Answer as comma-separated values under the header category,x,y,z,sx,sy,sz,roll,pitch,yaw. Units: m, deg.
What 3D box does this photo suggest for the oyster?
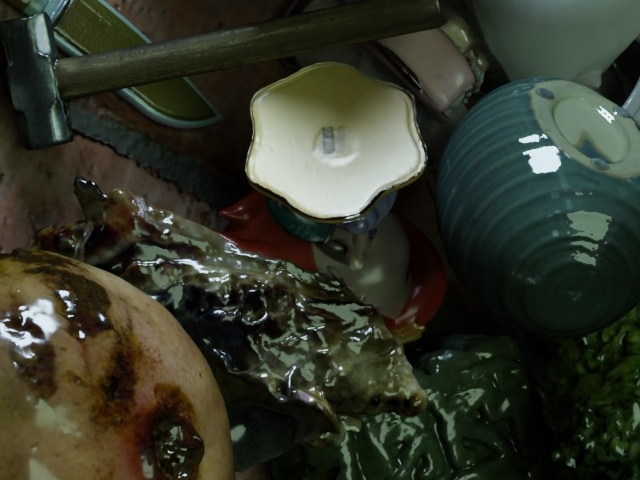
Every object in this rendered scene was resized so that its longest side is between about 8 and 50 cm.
category,x,y,z,sx,sy,sz,roll,pitch,yaw
oyster,-0.101,0.108,1.591,0.361,0.221,0.096,24,30,-4

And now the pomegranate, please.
category,x,y,z,sx,sy,sz,roll,pitch,yaw
pomegranate,-0.206,0.168,1.414,0.322,0.322,0.322,3,85,-29

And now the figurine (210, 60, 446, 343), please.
category,x,y,z,sx,sy,sz,roll,pitch,yaw
figurine,0.002,-0.007,1.686,0.208,0.181,0.257,-36,147,-23

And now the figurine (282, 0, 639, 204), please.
category,x,y,z,sx,sy,sz,roll,pitch,yaw
figurine,0.165,-0.210,1.778,0.361,0.211,0.253,-44,98,-25

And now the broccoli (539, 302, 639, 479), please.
category,x,y,z,sx,sy,sz,roll,pitch,yaw
broccoli,0.331,0.134,1.727,0.338,0.317,0.277,-46,147,-2

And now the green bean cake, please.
category,x,y,z,sx,sy,sz,roll,pitch,yaw
green bean cake,0.089,0.223,1.759,0.255,0.132,0.241,-20,99,-29

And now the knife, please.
category,x,y,z,sx,sy,sz,roll,pitch,yaw
knife,-0.216,-0.196,1.676,0.343,0.027,0.061,39,65,-21

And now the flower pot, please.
category,x,y,z,sx,sy,sz,roll,pitch,yaw
flower pot,0.188,-0.031,1.589,0.189,0.243,0.157,13,123,-14

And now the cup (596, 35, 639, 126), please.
category,x,y,z,sx,sy,sz,roll,pitch,yaw
cup,0.285,-0.056,1.890,0.202,0.221,0.167,42,23,-23

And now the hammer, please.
category,x,y,z,sx,sy,sz,roll,pitch,yaw
hammer,-0.081,-0.160,1.621,0.365,0.043,0.111,-10,97,7
